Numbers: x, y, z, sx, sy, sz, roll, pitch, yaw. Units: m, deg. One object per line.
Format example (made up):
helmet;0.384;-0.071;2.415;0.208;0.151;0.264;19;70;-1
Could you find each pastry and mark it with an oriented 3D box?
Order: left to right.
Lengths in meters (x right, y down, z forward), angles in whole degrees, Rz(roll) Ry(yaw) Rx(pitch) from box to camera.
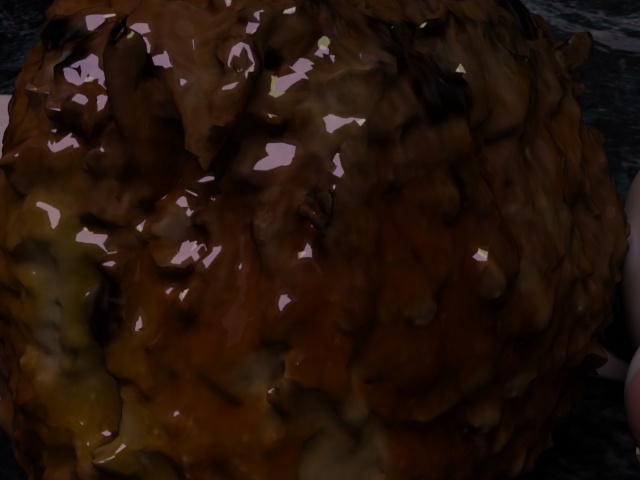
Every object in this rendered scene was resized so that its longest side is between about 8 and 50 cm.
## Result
pastry;-0.010;-0.007;0.694;0.292;0.337;0.405;13;40;43

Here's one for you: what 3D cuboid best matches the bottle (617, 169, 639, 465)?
bottle;0.236;0.052;0.714;0.148;0.147;0.236;4;40;18
